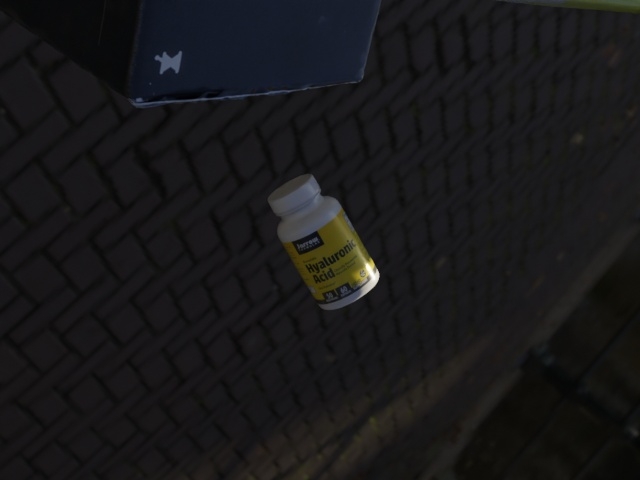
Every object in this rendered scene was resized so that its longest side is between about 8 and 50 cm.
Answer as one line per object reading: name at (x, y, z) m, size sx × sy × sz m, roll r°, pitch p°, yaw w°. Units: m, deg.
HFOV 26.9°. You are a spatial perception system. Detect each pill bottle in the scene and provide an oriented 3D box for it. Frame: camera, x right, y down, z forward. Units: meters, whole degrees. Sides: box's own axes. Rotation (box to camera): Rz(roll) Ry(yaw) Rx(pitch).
pill bottle at (0.000, 0.000, 1.222) m, size 0.065 × 0.116 × 0.065 m, roll -28°, pitch -165°, yaw 9°

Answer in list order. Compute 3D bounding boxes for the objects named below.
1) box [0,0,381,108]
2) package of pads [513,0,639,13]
box at (-0.160, -0.442, 1.242) m, size 0.297 × 0.472 × 0.480 m, roll -11°, pitch 125°, yaw -41°
package of pads at (0.106, -0.195, 0.801) m, size 0.229 × 0.296 × 0.101 m, roll -2°, pitch 103°, yaw -36°
